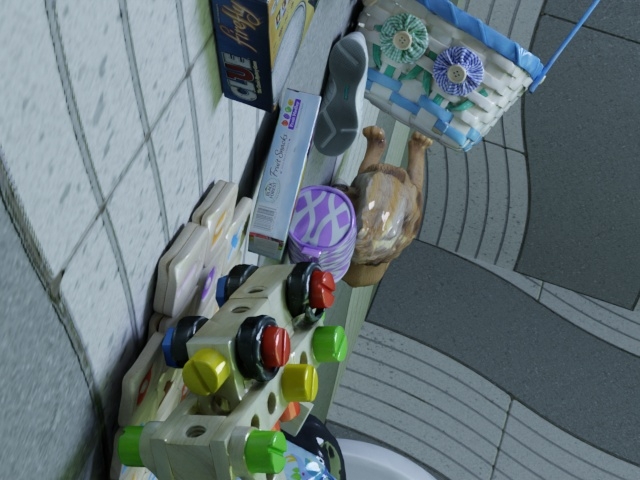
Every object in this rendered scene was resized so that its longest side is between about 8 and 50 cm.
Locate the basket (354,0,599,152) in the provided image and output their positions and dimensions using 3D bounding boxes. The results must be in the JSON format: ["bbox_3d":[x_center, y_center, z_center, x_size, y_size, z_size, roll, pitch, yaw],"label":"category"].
[{"bbox_3d":[0.174,-0.263,1.512,0.289,0.255,0.201,-60,173,2],"label":"basket"}]

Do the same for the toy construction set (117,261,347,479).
[{"bbox_3d":[-0.052,0.141,0.982,0.327,0.151,0.215,-77,158,-69],"label":"toy construction set"}]

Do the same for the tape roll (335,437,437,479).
[{"bbox_3d":[0.010,0.436,1.537,0.072,0.392,0.392,-37,145,-80],"label":"tape roll"}]

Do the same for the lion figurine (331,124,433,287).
[{"bbox_3d":[0.077,-0.016,1.878,0.392,0.142,0.240,87,14,-64],"label":"lion figurine"}]

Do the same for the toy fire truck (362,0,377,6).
[{"bbox_3d":[0.100,-0.319,1.308,0.246,0.158,0.217,85,22,-49],"label":"toy fire truck"}]

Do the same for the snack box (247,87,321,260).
[{"bbox_3d":[-0.034,-0.059,1.180,0.100,0.037,0.141,117,-12,-79],"label":"snack box"}]

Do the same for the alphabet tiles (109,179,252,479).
[{"bbox_3d":[-0.119,0.093,1.050,0.278,0.021,0.284,-64,170,-54],"label":"alphabet tiles"}]

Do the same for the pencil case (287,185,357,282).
[{"bbox_3d":[0.000,0.000,1.521,0.206,0.086,0.088,82,15,-76],"label":"pencil case"}]

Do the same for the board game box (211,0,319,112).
[{"bbox_3d":[-0.012,-0.235,0.908,0.165,0.042,0.243,93,17,-70],"label":"board game box"}]

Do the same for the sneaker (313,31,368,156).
[{"bbox_3d":[0.030,-0.167,1.449,0.061,0.054,0.152,-66,172,-60],"label":"sneaker"}]

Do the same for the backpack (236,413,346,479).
[{"bbox_3d":[-0.094,0.372,1.222,0.355,0.273,0.290,-45,162,-50],"label":"backpack"}]
